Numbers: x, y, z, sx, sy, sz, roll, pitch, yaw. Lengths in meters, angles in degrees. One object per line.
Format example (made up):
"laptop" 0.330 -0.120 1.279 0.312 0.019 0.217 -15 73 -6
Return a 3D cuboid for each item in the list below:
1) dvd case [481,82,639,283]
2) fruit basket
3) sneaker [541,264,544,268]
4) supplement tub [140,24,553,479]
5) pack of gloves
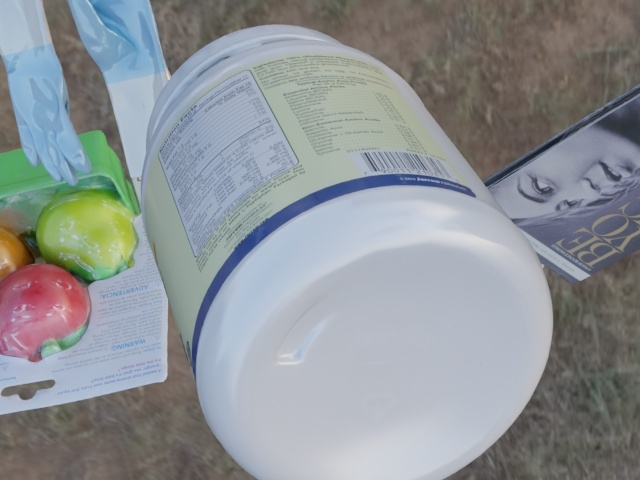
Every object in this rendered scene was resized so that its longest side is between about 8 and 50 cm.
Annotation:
"dvd case" 0.253 -0.046 1.152 0.221 0.164 0.018 -32 41 36
"fruit basket" -0.320 0.053 1.517 0.327 0.165 0.353 -13 53 8
"sneaker" 0.209 0.022 1.418 0.094 0.258 0.091 1 59 -18
"supplement tub" 0.000 0.000 0.954 0.235 0.235 0.325 -29 36 1
"pack of gloves" -0.230 -0.158 1.221 0.195 0.046 0.232 -8 107 30
